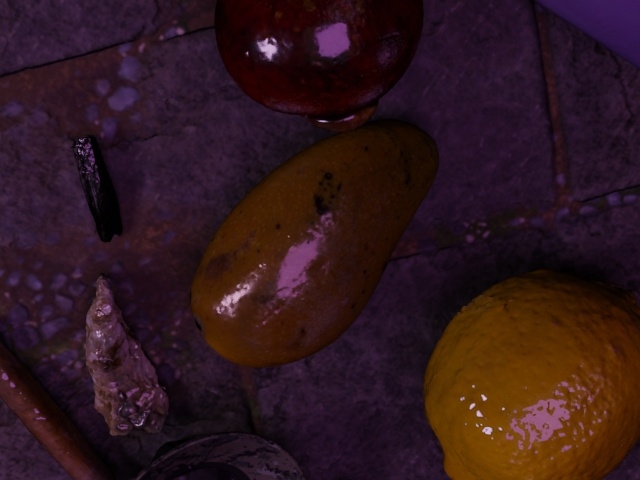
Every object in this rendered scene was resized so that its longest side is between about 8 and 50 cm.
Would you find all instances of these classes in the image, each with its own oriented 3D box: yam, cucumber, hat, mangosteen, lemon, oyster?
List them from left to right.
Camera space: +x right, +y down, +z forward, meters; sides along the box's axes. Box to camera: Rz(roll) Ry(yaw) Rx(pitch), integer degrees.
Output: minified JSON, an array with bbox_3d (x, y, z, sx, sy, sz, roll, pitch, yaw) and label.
[{"bbox_3d":[-0.324,0.199,1.845,0.046,0.046,0.264,-34,114,4],"label":"yam"},{"bbox_3d":[-0.243,-0.057,1.756,0.033,0.034,0.134,-19,116,-9],"label":"cucumber"},{"bbox_3d":[-0.236,0.147,1.832,0.106,0.061,0.200,-31,116,4],"label":"oyster"},{"bbox_3d":[-0.154,0.312,1.886,0.266,0.128,0.265,-11,117,-23],"label":"hat"},{"bbox_3d":[0.007,-0.211,1.664,0.215,0.215,0.257,-29,147,1],"label":"mangosteen"},{"bbox_3d":[0.259,0.163,1.843,0.310,0.253,0.253,-42,116,-10],"label":"lemon"}]

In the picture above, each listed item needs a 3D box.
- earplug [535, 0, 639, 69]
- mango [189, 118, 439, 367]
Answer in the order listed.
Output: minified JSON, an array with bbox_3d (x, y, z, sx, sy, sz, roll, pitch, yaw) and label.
[{"bbox_3d":[0.228,-0.356,1.641,0.456,0.215,0.215,26,106,-17],"label":"earplug"},{"bbox_3d":[-0.004,0.001,1.763,0.175,0.176,0.329,46,104,18],"label":"mango"}]
